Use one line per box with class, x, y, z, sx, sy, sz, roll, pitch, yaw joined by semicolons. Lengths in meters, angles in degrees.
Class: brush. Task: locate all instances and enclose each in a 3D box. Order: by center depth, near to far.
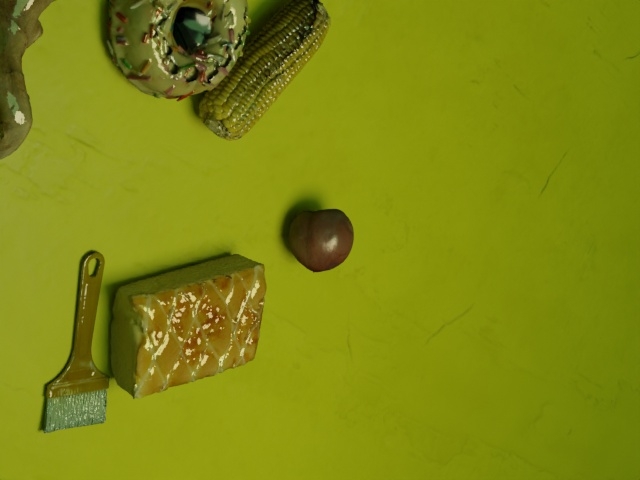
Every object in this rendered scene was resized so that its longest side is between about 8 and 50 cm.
brush;-0.259;0.110;1.506;0.083;0.011;0.205;-5;108;-45

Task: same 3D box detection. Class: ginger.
ginger;-0.286;-0.209;1.309;0.089;0.075;0.288;0;102;-51

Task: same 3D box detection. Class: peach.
peach;0.002;-0.001;1.680;0.083;0.083;0.083;-20;120;-40

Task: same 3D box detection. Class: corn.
corn;-0.060;-0.197;1.545;0.203;0.072;0.072;-51;135;-19

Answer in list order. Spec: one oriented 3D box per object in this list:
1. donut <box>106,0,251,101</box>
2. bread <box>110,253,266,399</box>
donut;-0.143;-0.229;1.444;0.174;0.068;0.174;-21;120;-41
bread;-0.150;0.097;1.570;0.188;0.068;0.125;-15;117;-42
